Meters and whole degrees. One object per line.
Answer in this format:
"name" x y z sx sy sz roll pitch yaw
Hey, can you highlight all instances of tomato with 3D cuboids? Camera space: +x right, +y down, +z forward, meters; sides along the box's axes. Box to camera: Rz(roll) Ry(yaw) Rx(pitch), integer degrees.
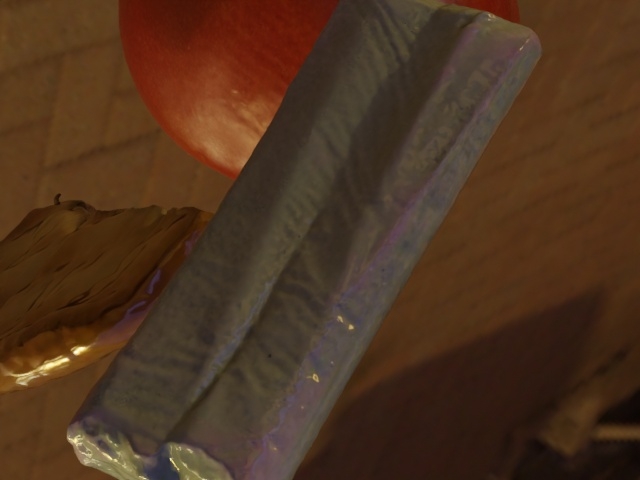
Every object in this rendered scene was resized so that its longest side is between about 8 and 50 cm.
"tomato" -0.001 -0.139 1.081 0.298 0.298 0.226 22 91 -64

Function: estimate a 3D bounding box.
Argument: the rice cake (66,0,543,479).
"rice cake" -0.001 0.001 0.564 0.222 0.080 0.042 -59 158 -21

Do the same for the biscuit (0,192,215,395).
"biscuit" -0.154 0.033 0.878 0.154 0.045 0.299 -45 -161 -16
